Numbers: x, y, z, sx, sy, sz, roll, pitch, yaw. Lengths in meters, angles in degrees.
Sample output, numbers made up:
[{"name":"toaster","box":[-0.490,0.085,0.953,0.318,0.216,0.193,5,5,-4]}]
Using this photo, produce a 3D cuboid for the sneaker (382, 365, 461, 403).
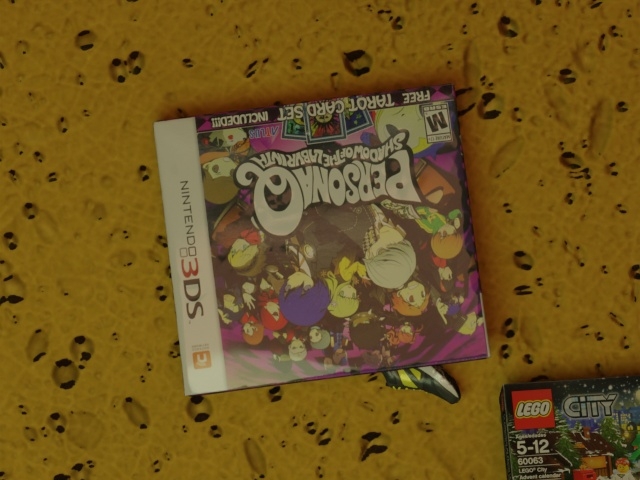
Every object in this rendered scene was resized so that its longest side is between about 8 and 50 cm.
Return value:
[{"name":"sneaker","box":[0.069,0.103,1.321,0.083,0.031,0.035,35,99,7]}]

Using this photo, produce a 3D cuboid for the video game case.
[{"name":"video game case","box":[0.000,0.000,1.294,0.232,0.042,0.210,-7,85,1]}]

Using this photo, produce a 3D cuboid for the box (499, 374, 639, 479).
[{"name":"box","box":[0.257,0.181,1.288,0.233,0.044,0.159,-4,71,0]}]
